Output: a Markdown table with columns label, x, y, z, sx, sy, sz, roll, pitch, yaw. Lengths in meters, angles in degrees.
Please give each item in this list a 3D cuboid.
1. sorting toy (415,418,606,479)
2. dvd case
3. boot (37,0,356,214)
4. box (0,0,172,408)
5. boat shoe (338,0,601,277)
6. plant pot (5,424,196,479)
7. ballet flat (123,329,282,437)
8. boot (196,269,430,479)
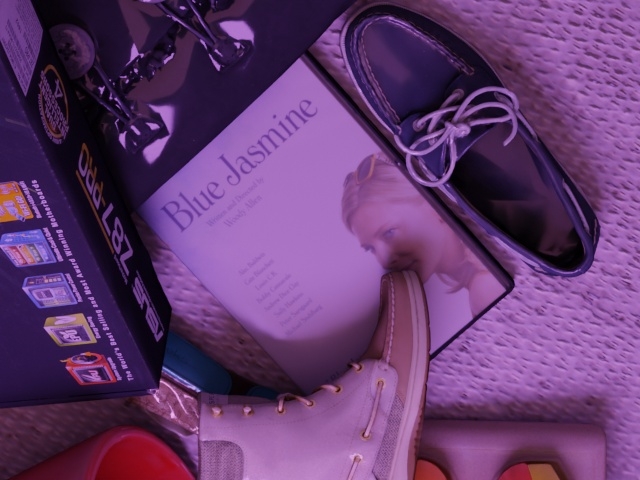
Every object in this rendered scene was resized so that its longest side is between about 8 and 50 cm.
| label | x | y | z | sx | sy | sz | roll | pitch | yaw |
| --- | --- | --- | --- | --- | --- | --- | --- | --- | --- |
| sorting toy | 0.114 | 0.230 | 1.274 | 0.193 | 0.038 | 0.208 | 0 | 67 | 11 |
| dvd case | 0.000 | 0.000 | 1.307 | 0.180 | 0.022 | 0.253 | -41 | 97 | 9 |
| boot | -0.119 | -0.275 | 1.206 | 0.445 | 0.146 | 0.367 | -40 | 96 | 13 |
| box | -0.306 | -0.030 | 1.152 | 0.318 | 0.097 | 0.395 | -4 | 139 | 11 |
| boat shoe | 0.110 | -0.072 | 1.259 | 0.095 | 0.079 | 0.254 | -37 | 98 | 9 |
| plant pot | -0.212 | 0.299 | 1.266 | 0.243 | 0.275 | 0.275 | -19 | 100 | 15 |
| ballet flat | -0.075 | 0.137 | 1.324 | 0.206 | 0.073 | 0.067 | 35 | 128 | -2 |
| boot | -0.008 | 0.117 | 1.256 | 0.165 | 0.077 | 0.213 | 8 | 81 | -1 |
